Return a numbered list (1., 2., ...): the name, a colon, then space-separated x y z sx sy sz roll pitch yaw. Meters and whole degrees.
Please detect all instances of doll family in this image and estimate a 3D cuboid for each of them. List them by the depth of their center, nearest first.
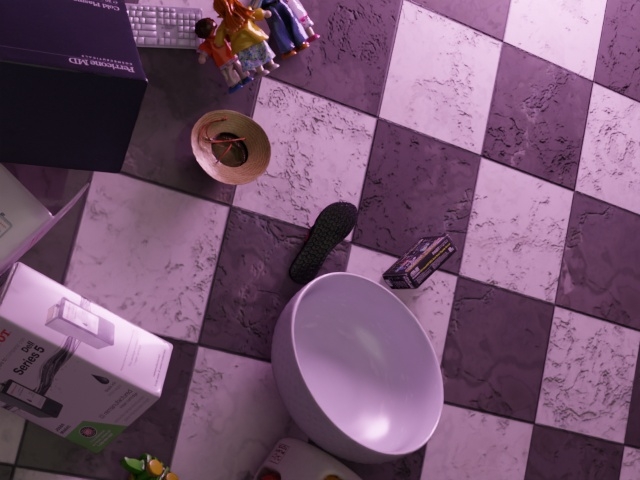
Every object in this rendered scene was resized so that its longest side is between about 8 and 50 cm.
1. doll family: -0.101 -0.388 1.710 0.263 0.118 0.163 -38 106 -27

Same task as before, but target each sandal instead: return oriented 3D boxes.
1. sandal: 0.000 0.000 1.789 0.067 0.040 0.179 37 86 -14

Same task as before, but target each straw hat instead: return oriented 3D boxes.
1. straw hat: -0.161 -0.153 1.700 0.144 0.061 0.144 5 71 -15

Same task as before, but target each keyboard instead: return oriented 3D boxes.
1. keyboard: -0.322 -0.366 1.660 0.256 0.014 0.072 -3 88 -27

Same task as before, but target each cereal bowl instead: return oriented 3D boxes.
1. cereal bowl: 0.047 0.233 1.704 0.339 0.141 0.339 23 50 -30

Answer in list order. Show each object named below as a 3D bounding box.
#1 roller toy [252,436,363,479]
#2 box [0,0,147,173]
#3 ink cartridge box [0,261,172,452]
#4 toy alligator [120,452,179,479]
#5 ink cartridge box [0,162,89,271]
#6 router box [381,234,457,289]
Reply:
1. roller toy: -0.017 0.429 1.658 0.191 0.209 0.146 27 69 20
2. box: -0.457 -0.276 1.409 0.343 0.179 0.312 4 42 -26
3. ink cartridge box: -0.395 0.182 1.472 0.273 0.198 0.115 32 38 -21
4. toy alligator: -0.255 0.408 1.624 0.189 0.056 0.051 43 29 -18
5. ink cartridge box: -0.515 0.011 1.428 0.119 0.207 0.353 47 68 -9
6. router box: 0.188 0.041 1.845 0.122 0.092 0.038 -42 105 -22
